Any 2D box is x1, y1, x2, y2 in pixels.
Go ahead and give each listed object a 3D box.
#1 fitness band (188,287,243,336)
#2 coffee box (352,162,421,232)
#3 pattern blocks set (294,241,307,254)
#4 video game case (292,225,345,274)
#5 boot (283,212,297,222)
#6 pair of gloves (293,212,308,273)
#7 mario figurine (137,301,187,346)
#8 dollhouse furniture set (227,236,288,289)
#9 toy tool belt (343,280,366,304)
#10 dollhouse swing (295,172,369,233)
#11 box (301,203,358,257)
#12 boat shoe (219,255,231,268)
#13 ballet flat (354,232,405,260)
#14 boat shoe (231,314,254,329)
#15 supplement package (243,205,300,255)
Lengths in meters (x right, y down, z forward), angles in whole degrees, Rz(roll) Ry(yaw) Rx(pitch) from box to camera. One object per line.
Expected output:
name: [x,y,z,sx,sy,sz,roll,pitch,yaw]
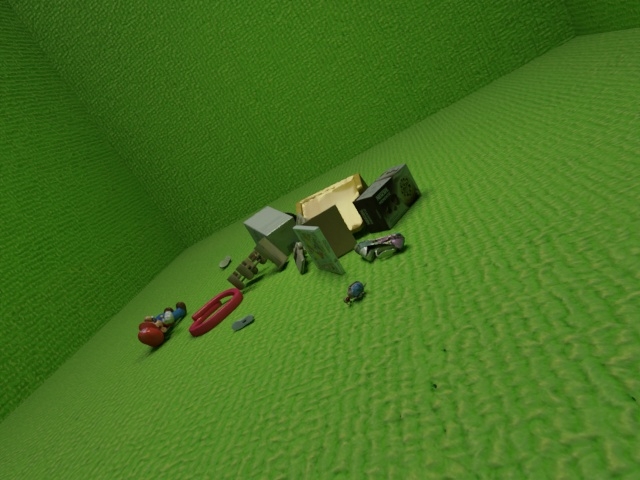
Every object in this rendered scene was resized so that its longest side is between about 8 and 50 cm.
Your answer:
fitness band: [-0.485,0.328,1.856,0.209,0.054,0.291,-7,30,49]
coffee box: [0.294,-0.185,1.748,0.119,0.168,0.297,-11,25,50]
pattern blocks set: [0.000,0.000,1.975,0.285,0.026,0.325,-33,16,-11]
video game case: [-0.011,0.034,1.581,0.026,0.206,0.227,-37,17,-19]
boot: [-0.150,-0.114,2.352,0.106,0.219,0.082,-152,77,-81]
pair of gloves: [-0.081,0.011,1.794,0.042,0.240,0.204,4,15,-15]
mario figurine: [-0.801,0.390,2.000,0.198,0.170,0.320,-63,0,17]
dollhouse furniture set: [-0.302,0.132,1.990,0.242,0.161,0.212,-48,4,19]
toy tool belt: [0.111,0.163,1.267,0.051,0.052,0.083,-25,16,51]
dollhouse swing: [0.099,-0.099,1.945,0.347,0.305,0.315,-25,-25,15]
box: [0.040,-0.024,1.670,0.164,0.201,0.021,-30,6,3]
boat shoe: [-0.623,0.149,2.628,0.137,0.049,0.043,-68,-2,-60]
ballet flat: [0.205,0.032,1.462,0.221,0.077,0.079,-17,41,40]
boat shoe: [-0.303,0.321,1.583,0.100,0.035,0.035,-33,-11,7]
supplement package: [-0.253,-0.045,2.178,0.177,0.175,0.293,-37,33,-19]
